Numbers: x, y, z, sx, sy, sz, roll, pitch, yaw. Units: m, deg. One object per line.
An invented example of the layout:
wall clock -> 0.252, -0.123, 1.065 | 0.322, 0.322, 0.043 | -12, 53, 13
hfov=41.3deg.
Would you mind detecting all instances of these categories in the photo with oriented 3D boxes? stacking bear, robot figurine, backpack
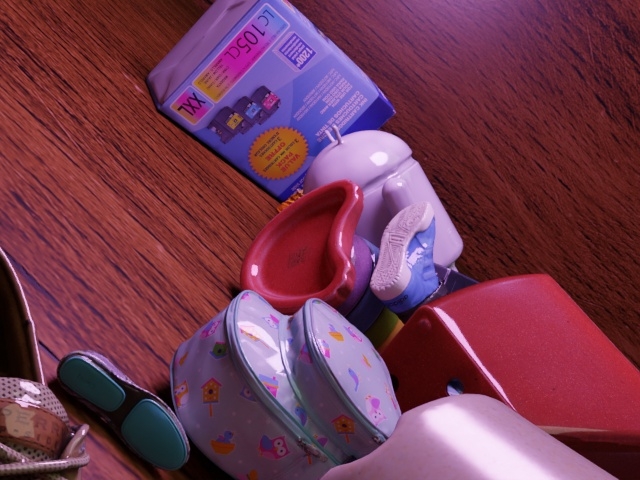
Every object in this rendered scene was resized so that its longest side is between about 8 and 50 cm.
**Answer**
stacking bear -> 0.051, 0.089, 1.043 | 0.289, 0.164, 0.175 | 44, 40, -37
robot figurine -> 0.102, -0.035, 1.421 | 0.353, 0.200, 0.300 | 60, -16, -7
backpack -> -0.025, 0.130, 0.693 | 0.188, 0.144, 0.165 | 37, 19, -22

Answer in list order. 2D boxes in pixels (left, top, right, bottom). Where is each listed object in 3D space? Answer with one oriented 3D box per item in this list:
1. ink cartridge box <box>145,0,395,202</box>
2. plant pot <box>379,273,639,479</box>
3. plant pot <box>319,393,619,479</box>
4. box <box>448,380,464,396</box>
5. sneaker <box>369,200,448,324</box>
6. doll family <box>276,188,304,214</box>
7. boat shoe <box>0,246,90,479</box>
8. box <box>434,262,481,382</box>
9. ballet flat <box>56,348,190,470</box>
ink cartridge box -> -0.062, -0.241, 1.497 | 0.395, 0.270, 0.151 | 35, 17, -37
plant pot -> 0.176, 0.201, 0.910 | 0.236, 0.267, 0.267 | 12, 32, -44
plant pot -> 0.130, 0.260, 0.456 | 0.305, 0.333, 0.334 | 40, 6, 41
box -> 0.241, 0.281, 1.282 | 0.159, 0.044, 0.233 | 46, 11, 29
sneaker -> 0.109, 0.030, 0.958 | 0.084, 0.058, 0.152 | 51, 39, -27
doll family -> 0.000, 0.000, 1.261 | 0.163, 0.118, 0.263 | 46, 12, 3
boat shoe -> -0.162, 0.106, 0.356 | 0.123, 0.120, 0.324 | 32, 18, -47
box -> 0.182, 0.121, 1.278 | 0.207, 0.153, 0.108 | 25, -2, -44
ballet flat -> -0.138, 0.118, 0.606 | 0.114, 0.041, 0.041 | 44, 12, -9
